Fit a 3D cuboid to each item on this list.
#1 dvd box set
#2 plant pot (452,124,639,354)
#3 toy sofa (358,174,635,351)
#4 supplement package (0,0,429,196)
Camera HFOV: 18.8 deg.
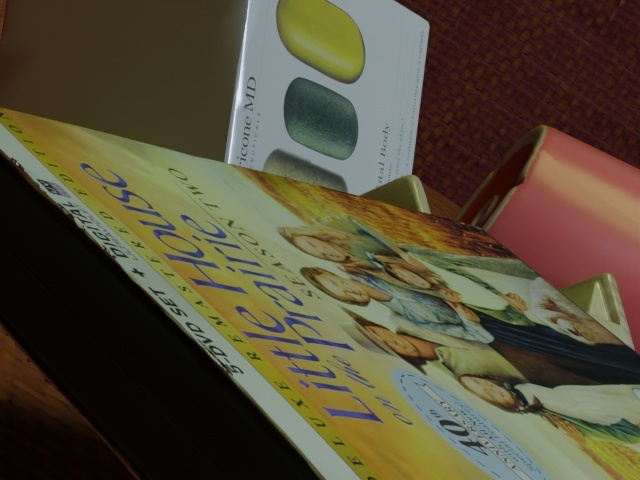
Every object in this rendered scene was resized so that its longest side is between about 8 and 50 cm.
[{"bbox_3d":[0.038,0.063,0.930,0.420,0.062,0.307,13,23,-49],"label":"dvd box set"},{"bbox_3d":[0.227,0.048,1.645,0.243,0.275,0.275,37,8,-4],"label":"plant pot"},{"bbox_3d":[0.101,0.095,1.364,0.362,0.150,0.177,21,51,-57],"label":"toy sofa"},{"bbox_3d":[-0.074,-0.095,1.373,0.198,0.199,0.263,3,-8,29],"label":"supplement package"}]
